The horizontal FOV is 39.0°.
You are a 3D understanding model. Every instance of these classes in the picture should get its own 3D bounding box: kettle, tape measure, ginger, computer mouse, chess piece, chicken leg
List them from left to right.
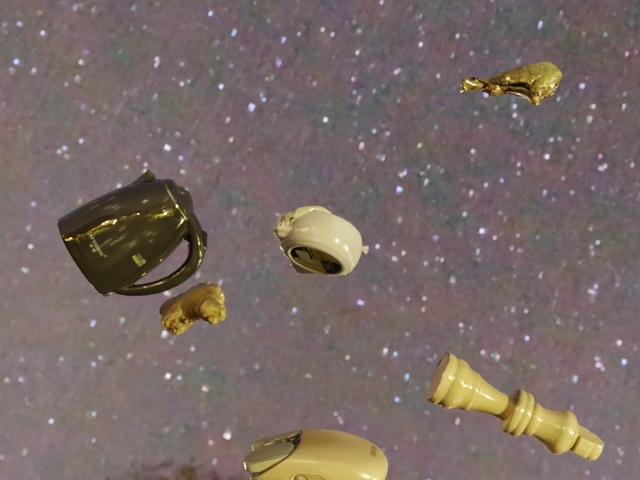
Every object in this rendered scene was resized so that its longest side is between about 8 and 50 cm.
[{"bbox_3d":[-0.407,-0.004,2.071,0.268,0.290,0.207,60,-3,2],"label":"kettle"},{"bbox_3d":[-0.283,0.148,2.082,0.213,0.137,0.074,-19,-48,42],"label":"ginger"},{"bbox_3d":[-0.006,0.367,1.510,0.236,0.082,0.145,3,11,9],"label":"computer mouse"},{"bbox_3d":[0.004,0.002,1.921,0.178,0.105,0.196,11,-27,19],"label":"tape measure"},{"bbox_3d":[0.335,-0.275,1.592,0.178,0.093,0.070,0,-57,2],"label":"chicken leg"},{"bbox_3d":[0.436,0.377,1.987,0.397,0.117,0.117,24,-29,0],"label":"chess piece"}]
